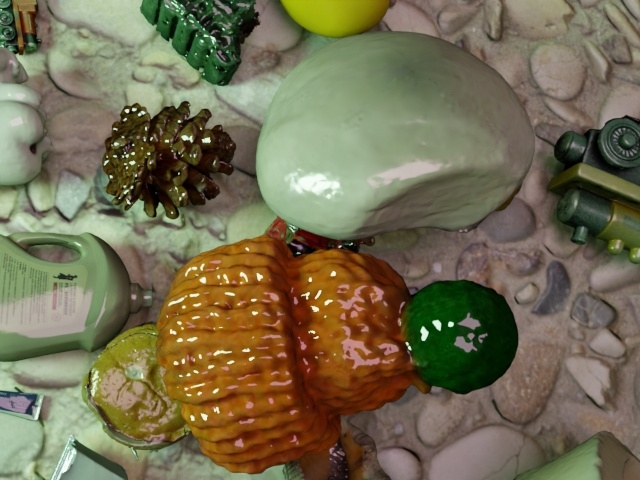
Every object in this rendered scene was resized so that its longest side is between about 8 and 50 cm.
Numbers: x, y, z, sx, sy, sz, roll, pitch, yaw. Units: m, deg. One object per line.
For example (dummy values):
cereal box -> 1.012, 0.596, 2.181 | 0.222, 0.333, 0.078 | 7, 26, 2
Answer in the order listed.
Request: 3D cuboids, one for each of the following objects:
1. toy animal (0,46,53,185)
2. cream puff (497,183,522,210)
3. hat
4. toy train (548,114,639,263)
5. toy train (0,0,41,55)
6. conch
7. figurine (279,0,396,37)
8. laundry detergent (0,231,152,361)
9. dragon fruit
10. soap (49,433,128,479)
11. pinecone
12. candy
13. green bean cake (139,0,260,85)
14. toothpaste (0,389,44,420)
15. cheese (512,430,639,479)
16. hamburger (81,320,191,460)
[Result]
toy animal -> -0.473, -0.165, 1.100 | 0.178, 0.127, 0.193 | -11, 79, -14
cream puff -> 0.262, -0.124, 1.273 | 0.116, 0.146, 0.146 | 20, 66, 34
hat -> 0.013, 0.100, 0.941 | 0.400, 0.285, 0.285 | -22, 79, 20
toy train -> 0.540, -0.046, 1.302 | 0.369, 0.150, 0.237 | 21, 77, -5
toy train -> -0.458, -0.329, 1.195 | 0.064, 0.044, 0.103 | -6, 76, -25
conch -> 0.023, 0.325, 1.068 | 0.163, 0.178, 0.245 | -21, 49, 12
figurine -> 0.079, -0.464, 1.289 | 0.344, 0.187, 0.215 | -33, 75, -25
laundry detergent -> -0.359, 0.074, 1.081 | 0.253, 0.091, 0.181 | 1, 69, -13
dragon fruit -> 0.000, 0.000, 1.151 | 0.160, 0.166, 0.172 | 53, 41, -36
soap -> -0.318, 0.373, 0.985 | 0.091, 0.145, 0.230 | 26, 75, -15
pinecone -> -0.217, -0.116, 1.130 | 0.195, 0.150, 0.179 | -17, 51, -15
candy -> 0.097, -0.179, 1.130 | 0.386, 0.186, 0.427 | -4, 39, -2
green bean cake -> -0.153, -0.378, 1.245 | 0.193, 0.107, 0.208 | 43, 69, 2
toothpaste -> -0.446, 0.213, 1.059 | 0.140, 0.021, 0.037 | 12, 72, -12
cheese -> 0.389, 0.417, 1.028 | 0.153, 0.332, 0.292 | -37, 76, 24
hamburger -> -0.233, 0.202, 1.072 | 0.177, 0.113, 0.185 | 10, 81, -16
